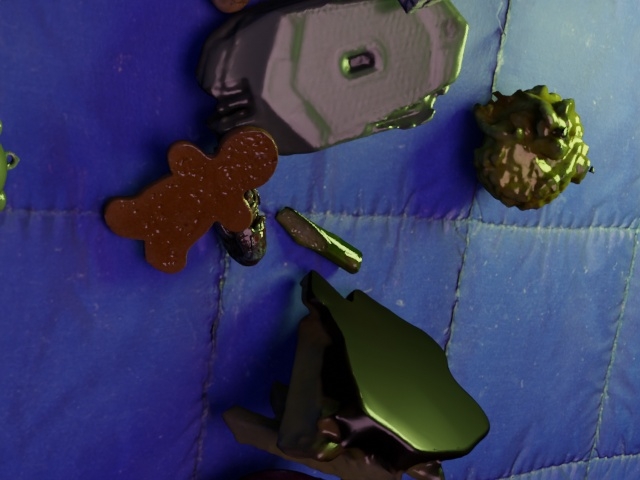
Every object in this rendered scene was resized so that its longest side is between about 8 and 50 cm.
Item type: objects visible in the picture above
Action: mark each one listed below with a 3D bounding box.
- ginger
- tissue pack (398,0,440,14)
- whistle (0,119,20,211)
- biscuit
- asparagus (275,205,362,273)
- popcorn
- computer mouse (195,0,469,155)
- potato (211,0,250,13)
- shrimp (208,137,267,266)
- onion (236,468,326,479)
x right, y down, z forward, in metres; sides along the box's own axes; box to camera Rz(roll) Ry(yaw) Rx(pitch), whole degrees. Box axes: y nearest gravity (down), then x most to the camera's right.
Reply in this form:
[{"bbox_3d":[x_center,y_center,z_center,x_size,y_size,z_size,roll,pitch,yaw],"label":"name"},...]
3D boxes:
[{"bbox_3d":[0.048,0.254,1.825,0.211,0.358,0.413,-44,144,25],"label":"ginger"},{"bbox_3d":[0.137,-0.510,1.628,0.242,0.125,0.344,-32,91,-30],"label":"tissue pack"},{"bbox_3d":[-0.484,-0.075,1.357,0.288,0.106,0.131,-13,114,-37],"label":"whistle"},{"bbox_3d":[-0.165,-0.067,1.606,0.250,0.036,0.165,-39,120,7],"label":"biscuit"},{"bbox_3d":[0.000,0.000,1.819,0.178,0.041,0.045,32,74,-40],"label":"asparagus"},{"bbox_3d":[0.356,-0.159,1.976,0.218,0.169,0.189,-43,128,-29],"label":"popcorn"},{"bbox_3d":[0.016,-0.257,1.691,0.429,0.145,0.228,-20,109,-22],"label":"computer mouse"},{"bbox_3d":[-0.124,-0.356,1.603,0.068,0.062,0.083,-20,94,-51],"label":"potato"},{"bbox_3d":[-0.129,-0.071,1.671,0.090,0.079,0.233,-25,113,-36],"label":"shrimp"},{"bbox_3d":[-0.084,0.476,1.776,0.230,0.272,0.256,13,59,-37],"label":"onion"}]
